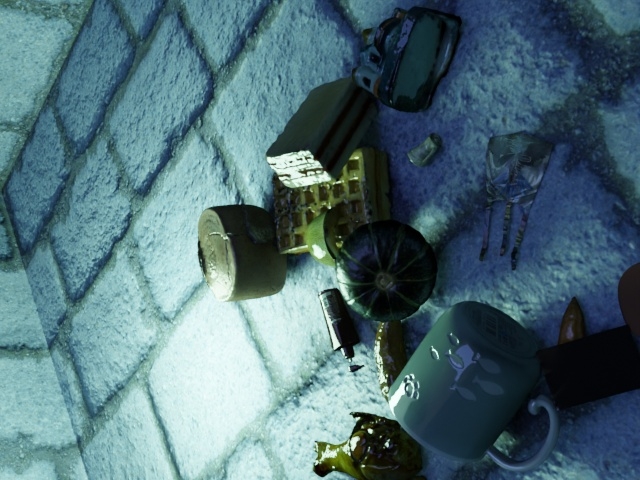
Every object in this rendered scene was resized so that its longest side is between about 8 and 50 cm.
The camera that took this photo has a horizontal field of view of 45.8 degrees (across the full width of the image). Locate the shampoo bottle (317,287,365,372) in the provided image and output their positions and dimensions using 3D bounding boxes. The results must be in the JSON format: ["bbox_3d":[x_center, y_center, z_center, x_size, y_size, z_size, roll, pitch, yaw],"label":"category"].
[{"bbox_3d":[0.058,0.245,2.072,0.068,0.067,0.236,-41,60,48],"label":"shampoo bottle"}]

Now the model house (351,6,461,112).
[{"bbox_3d":[0.176,-0.481,1.909,0.291,0.184,0.253,39,120,45],"label":"model house"}]

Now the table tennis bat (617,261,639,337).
[{"bbox_3d":[0.665,0.159,1.482,0.138,0.022,0.246,-26,68,44],"label":"table tennis bat"}]

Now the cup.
[{"bbox_3d":[0.359,0.323,1.633,0.357,0.259,0.274,39,116,25],"label":"cup"}]

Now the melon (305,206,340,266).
[{"bbox_3d":[0.000,0.000,1.981,0.128,0.079,0.160,-18,79,42],"label":"melon"}]

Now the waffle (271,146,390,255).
[{"bbox_3d":[0.026,-0.095,2.088,0.376,0.114,0.261,-10,85,44],"label":"waffle"}]

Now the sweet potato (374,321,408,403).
[{"bbox_3d":[0.198,0.349,1.902,0.114,0.092,0.341,-28,69,24],"label":"sweet potato"}]

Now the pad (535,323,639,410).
[{"bbox_3d":[0.549,0.257,1.530,0.190,0.004,0.127,-19,81,14],"label":"pad"}]

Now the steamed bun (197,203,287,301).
[{"bbox_3d":[-0.218,0.017,2.216,0.199,0.252,0.301,-45,57,52],"label":"steamed bun"}]

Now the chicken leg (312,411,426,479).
[{"bbox_3d":[0.099,0.540,1.962,0.361,0.140,0.211,-4,94,42],"label":"chicken leg"}]

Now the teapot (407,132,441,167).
[{"bbox_3d":[0.264,-0.225,1.884,0.083,0.057,0.067,-47,30,26],"label":"teapot"}]

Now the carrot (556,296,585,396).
[{"bbox_3d":[0.531,0.220,1.589,0.072,0.072,0.205,0,83,46],"label":"carrot"}]

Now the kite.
[{"bbox_3d":[0.426,-0.096,1.743,0.169,0.015,0.310,21,101,44],"label":"kite"}]

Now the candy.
[{"bbox_3d":[0.007,-0.282,1.986,0.179,0.135,0.320,-11,38,42],"label":"candy"}]

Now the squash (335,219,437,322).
[{"bbox_3d":[0.162,0.074,1.856,0.252,0.165,0.252,1,105,5],"label":"squash"}]
